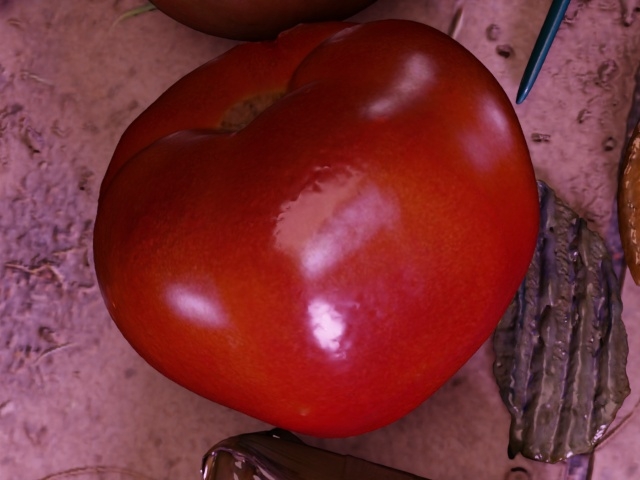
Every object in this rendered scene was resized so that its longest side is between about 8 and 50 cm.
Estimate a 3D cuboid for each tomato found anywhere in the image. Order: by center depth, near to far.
[{"bbox_3d":[0.000,0.000,1.046,0.299,0.226,0.298,-20,27,11],"label":"tomato"}]

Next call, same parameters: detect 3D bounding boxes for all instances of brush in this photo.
[{"bbox_3d":[0.186,-0.179,1.166,0.032,0.043,0.193,23,80,-1],"label":"brush"}]

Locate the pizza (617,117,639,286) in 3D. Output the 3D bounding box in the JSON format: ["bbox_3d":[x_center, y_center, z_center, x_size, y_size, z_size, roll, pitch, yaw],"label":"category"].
[{"bbox_3d":[0.267,-0.036,1.104,0.134,0.046,0.175,25,80,17],"label":"pizza"}]

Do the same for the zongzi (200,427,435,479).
[{"bbox_3d":[0.014,0.282,1.029,0.260,0.123,0.289,15,87,11],"label":"zongzi"}]

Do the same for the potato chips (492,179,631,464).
[{"bbox_3d":[0.163,0.047,1.111,0.092,0.028,0.207,0,76,9],"label":"potato chips"}]

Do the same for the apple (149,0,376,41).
[{"bbox_3d":[-0.034,-0.255,1.141,0.254,0.253,0.253,-3,74,9],"label":"apple"}]
